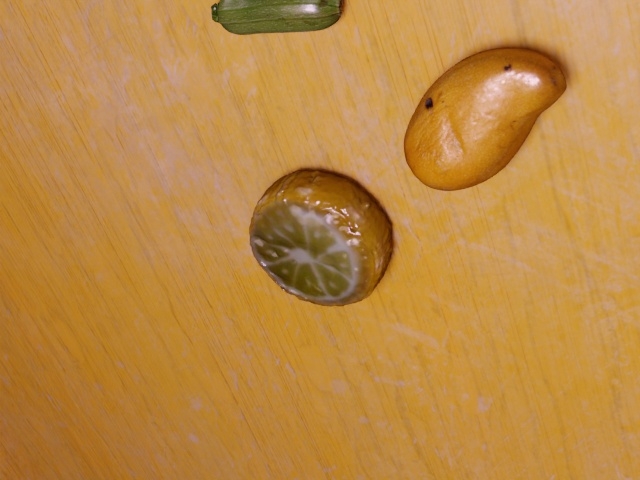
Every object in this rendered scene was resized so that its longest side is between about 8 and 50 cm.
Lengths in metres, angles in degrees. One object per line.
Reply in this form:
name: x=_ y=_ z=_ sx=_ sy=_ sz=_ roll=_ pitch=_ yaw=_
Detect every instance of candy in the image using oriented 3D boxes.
candy: x=0.000 y=0.000 z=1.271 sx=0.260 sy=0.118 sz=0.259 roll=16 pitch=134 yaw=18

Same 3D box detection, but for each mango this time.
mango: x=0.223 y=-0.173 z=1.028 sx=0.157 sy=0.109 sz=0.262 roll=51 pitch=126 yaw=1

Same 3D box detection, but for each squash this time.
squash: x=-0.070 y=-0.343 z=1.089 sx=0.219 sy=0.077 sz=0.068 roll=6 pitch=116 yaw=28
